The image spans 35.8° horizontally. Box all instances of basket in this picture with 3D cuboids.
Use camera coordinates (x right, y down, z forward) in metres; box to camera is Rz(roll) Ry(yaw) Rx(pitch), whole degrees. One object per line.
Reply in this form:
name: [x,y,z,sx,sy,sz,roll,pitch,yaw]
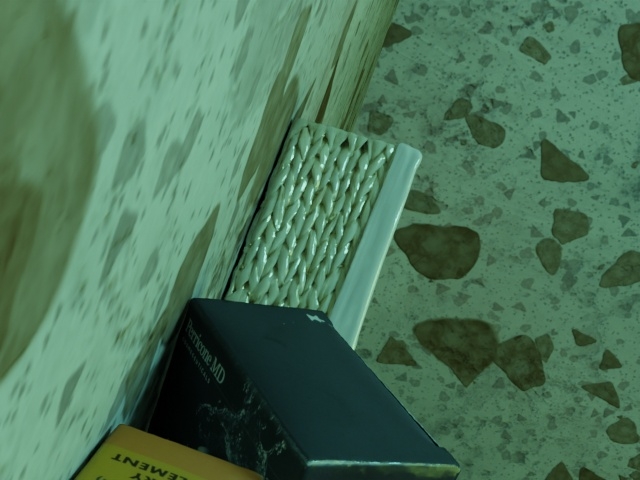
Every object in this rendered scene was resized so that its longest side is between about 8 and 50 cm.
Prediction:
basket: [0.000,0.000,0.770,0.113,0.103,0.167,102,8,-81]

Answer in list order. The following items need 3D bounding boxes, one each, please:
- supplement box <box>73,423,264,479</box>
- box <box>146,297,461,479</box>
supplement box: [-0.080,0.150,0.340,0.233,0.078,0.080,-67,178,-75]
box: [-0.027,0.137,0.529,0.156,0.093,0.158,44,-61,53]
